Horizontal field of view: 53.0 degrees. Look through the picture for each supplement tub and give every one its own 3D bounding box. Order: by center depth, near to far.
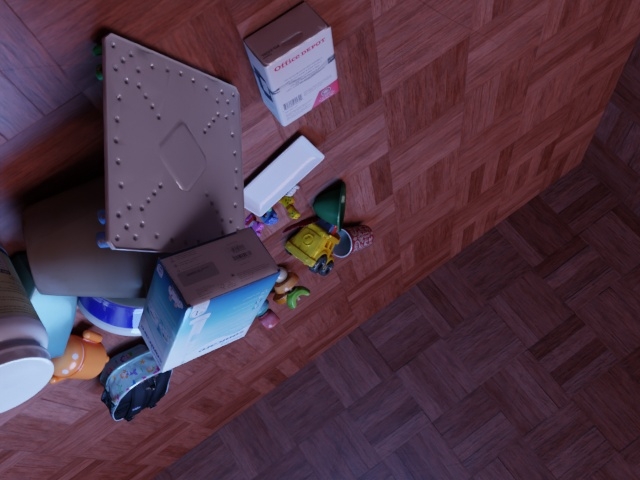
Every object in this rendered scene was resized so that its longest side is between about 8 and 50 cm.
[{"bbox_3d":[-0.709,0.173,1.315,0.235,0.325,0.235,-31,156,-16],"label":"supplement tub"}]

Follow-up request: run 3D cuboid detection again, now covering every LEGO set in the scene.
[{"bbox_3d":[-0.124,-0.091,1.975,0.227,0.093,0.087,-46,156,18],"label":"LEGO set"}]

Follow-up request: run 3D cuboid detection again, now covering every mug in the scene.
[{"bbox_3d":[0.109,-0.009,2.499,0.169,0.150,0.113,-15,112,-50],"label":"mug"}]

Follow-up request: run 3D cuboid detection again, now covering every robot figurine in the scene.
[{"bbox_3d":[-0.718,0.343,1.877,0.158,0.128,0.219,-17,161,13],"label":"robot figurine"}]

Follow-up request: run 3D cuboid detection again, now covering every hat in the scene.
[{"bbox_3d":[-0.016,-0.116,2.166,0.208,0.183,0.173,-56,150,-76],"label":"hat"}]

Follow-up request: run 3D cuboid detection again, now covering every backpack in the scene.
[{"bbox_3d":[-0.623,0.469,2.172,0.225,0.191,0.253,-23,160,-37],"label":"backpack"}]

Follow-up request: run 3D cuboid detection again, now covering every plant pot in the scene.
[{"bbox_3d":[-0.483,-0.003,1.402,0.280,0.323,0.323,-10,149,-18],"label":"plant pot"},{"bbox_3d":[-0.686,0.152,1.529,0.165,0.166,0.234,-5,134,-53],"label":"plant pot"}]

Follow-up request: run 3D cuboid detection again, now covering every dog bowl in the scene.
[{"bbox_3d":[-0.466,0.103,1.595,0.265,0.265,0.104,-17,143,-40],"label":"dog bowl"}]

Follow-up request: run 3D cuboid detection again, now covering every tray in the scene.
[{"bbox_3d":[-0.122,-0.189,1.856,0.270,0.030,0.145,-42,146,9],"label":"tray"}]

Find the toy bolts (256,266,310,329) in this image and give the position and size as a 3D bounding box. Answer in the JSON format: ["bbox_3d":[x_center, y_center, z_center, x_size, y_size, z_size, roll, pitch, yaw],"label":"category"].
[{"bbox_3d":[-0.191,0.201,2.446,0.228,0.158,0.218,-43,-161,-13],"label":"toy bolts"}]

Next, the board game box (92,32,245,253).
[{"bbox_3d":[-0.292,-0.165,1.294,0.050,0.390,0.390,-7,173,30],"label":"board game box"}]

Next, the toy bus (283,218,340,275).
[{"bbox_3d":[0.000,0.000,2.299,0.211,0.149,0.220,-56,158,2],"label":"toy bus"}]

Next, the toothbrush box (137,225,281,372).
[{"bbox_3d":[-0.239,0.127,1.338,0.216,0.126,0.295,-21,156,-34],"label":"toothbrush box"}]

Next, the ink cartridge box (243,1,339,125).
[{"bbox_3d":[-0.060,-0.400,1.477,0.172,0.100,0.237,-35,158,-7],"label":"ink cartridge box"}]
